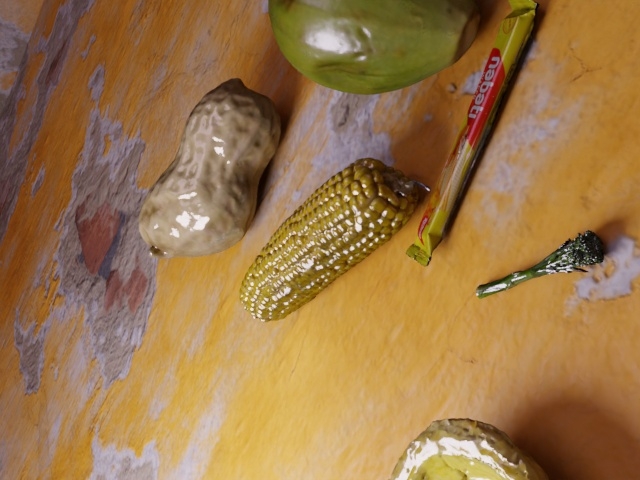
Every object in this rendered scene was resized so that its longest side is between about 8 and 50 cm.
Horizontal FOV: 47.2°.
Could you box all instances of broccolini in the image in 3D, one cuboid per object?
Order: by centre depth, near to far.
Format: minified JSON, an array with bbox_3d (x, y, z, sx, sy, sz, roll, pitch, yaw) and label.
[{"bbox_3d":[0.196,0.023,0.671,0.140,0.030,0.035,-29,48,50],"label":"broccolini"}]

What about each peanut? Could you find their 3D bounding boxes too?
[{"bbox_3d":[-0.151,-0.086,1.076,0.159,0.143,0.291,36,105,16],"label":"peanut"}]

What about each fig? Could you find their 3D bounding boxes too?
[{"bbox_3d":[0.051,-0.259,0.805,0.207,0.207,0.230,-61,38,19],"label":"fig"}]

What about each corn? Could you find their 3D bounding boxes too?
[{"bbox_3d":[0.000,0.000,0.872,0.310,0.101,0.101,-38,50,40],"label":"corn"}]

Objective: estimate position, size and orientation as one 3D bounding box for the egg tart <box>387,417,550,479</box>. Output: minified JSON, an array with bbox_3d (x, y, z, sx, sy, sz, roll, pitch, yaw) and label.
[{"bbox_3d":[0.136,0.258,0.615,0.213,0.090,0.212,-24,58,46],"label":"egg tart"}]

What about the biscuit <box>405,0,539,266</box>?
[{"bbox_3d":[0.158,-0.110,0.763,0.048,0.026,0.291,-129,59,-70],"label":"biscuit"}]
